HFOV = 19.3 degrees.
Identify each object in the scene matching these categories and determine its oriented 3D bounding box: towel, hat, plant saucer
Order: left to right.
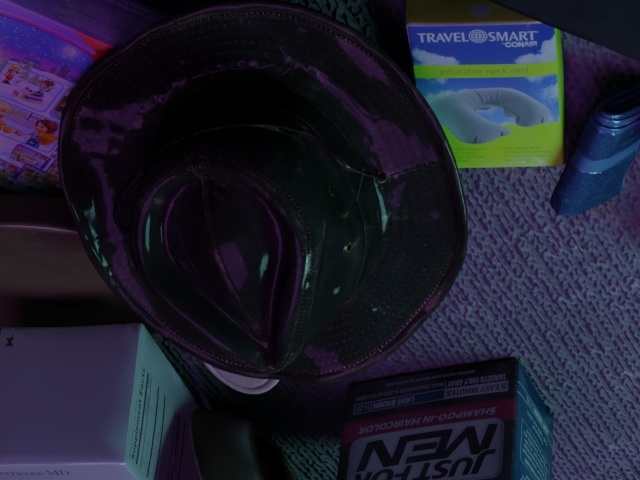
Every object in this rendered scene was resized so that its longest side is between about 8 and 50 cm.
[{"bbox_3d":[-0.230,0.025,1.573,0.278,0.041,0.278,3,158,1],"label":"plant saucer"},{"bbox_3d":[-0.047,0.001,1.360,0.331,0.134,0.331,3,124,5],"label":"hat"},{"bbox_3d":[-0.029,0.286,1.726,0.050,0.310,0.310,-26,135,3],"label":"plant saucer"},{"bbox_3d":[0.216,-0.067,1.421,0.029,0.067,0.119,49,146,21],"label":"towel"}]

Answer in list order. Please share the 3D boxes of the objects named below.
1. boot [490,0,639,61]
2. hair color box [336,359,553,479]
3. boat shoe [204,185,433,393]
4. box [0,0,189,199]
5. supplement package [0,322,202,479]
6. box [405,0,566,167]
[{"bbox_3d":[0.136,-0.277,1.104,0.445,0.146,0.367,21,149,-10],"label":"boot"},{"bbox_3d":[0.102,0.280,1.637,0.174,0.347,0.105,-12,137,21],"label":"hair color box"},{"bbox_3d":[0.000,0.000,1.525,0.112,0.095,0.335,35,134,-4],"label":"boat shoe"},{"bbox_3d":[-0.268,-0.140,1.402,0.293,0.057,0.201,22,140,-23],"label":"box"},{"bbox_3d":[-0.196,0.186,1.705,0.139,0.134,0.244,-3,152,13],"label":"supplement package"},{"bbox_3d":[0.123,-0.125,1.381,0.109,0.042,0.178,-1,141,10],"label":"box"}]
